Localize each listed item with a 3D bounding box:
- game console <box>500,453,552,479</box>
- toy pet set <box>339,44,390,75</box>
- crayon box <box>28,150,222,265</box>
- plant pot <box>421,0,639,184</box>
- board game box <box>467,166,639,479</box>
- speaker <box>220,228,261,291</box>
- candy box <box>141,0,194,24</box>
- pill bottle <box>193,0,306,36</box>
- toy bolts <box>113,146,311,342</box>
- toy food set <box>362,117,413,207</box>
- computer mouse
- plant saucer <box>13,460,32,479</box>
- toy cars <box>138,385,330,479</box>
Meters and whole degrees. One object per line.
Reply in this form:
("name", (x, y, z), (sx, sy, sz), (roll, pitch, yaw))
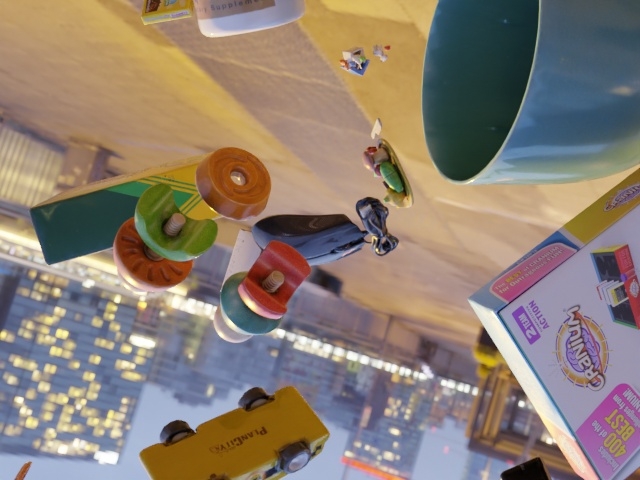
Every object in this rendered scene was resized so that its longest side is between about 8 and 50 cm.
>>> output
("game console", (0.332, 0.400, 1.419), (0.107, 0.122, 0.071), (-18, 166, -18))
("toy pet set", (0.095, -0.416, 2.185), (0.122, 0.065, 0.114), (-27, -151, -25))
("crayon box", (-0.319, -0.070, 1.634), (0.313, 0.106, 0.363), (-17, -171, -5))
("plant pot", (0.280, -0.198, 1.049), (0.235, 0.293, 0.293), (5, 177, -16))
("board game box", (0.341, 0.065, 0.943), (0.242, 0.316, 0.064), (57, 171, -16))
("speaker", (-0.157, 0.048, 1.854), (0.055, 0.136, 0.055), (17, 178, 1))
("candy box", (-0.310, -0.533, 1.924), (0.105, 0.206, 0.027), (-6, 143, 8))
("pill bottle", (-0.101, -0.361, 1.063), (0.131, 0.229, 0.131), (-11, -161, 4))
("toy bolts", (-0.130, 0.021, 1.181), (0.228, 0.218, 0.158), (42, 137, -2))
("toy food set", (0.144, -0.168, 2.196), (0.071, 0.218, 0.128), (-25, 177, -10))
("computer mouse", (0.000, 0.000, 1.717), (0.272, 0.072, 0.188), (-4, 151, 15))
("plant saucer", (-0.559, 0.445, 1.701), (0.013, 0.083, 0.083), (29, 172, -7))
("toy cars", (-0.118, 0.296, 0.888), (0.176, 0.394, 0.087), (13, 130, 11))
